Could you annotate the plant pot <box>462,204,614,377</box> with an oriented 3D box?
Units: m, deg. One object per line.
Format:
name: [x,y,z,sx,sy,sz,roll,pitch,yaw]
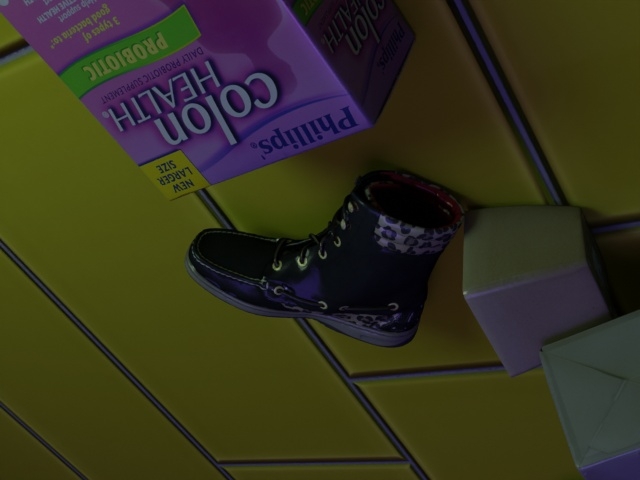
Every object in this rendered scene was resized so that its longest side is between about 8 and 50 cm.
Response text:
plant pot: [0.185,0.032,0.742,0.096,0.109,0.109,-18,125,23]

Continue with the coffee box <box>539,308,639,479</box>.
coffee box: [0.322,0.180,0.747,0.168,0.119,0.297,-24,132,17]

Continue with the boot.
boot: [0.001,-0.001,0.809,0.236,0.085,0.178,18,138,-2]

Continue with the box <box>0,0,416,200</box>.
box: [-0.092,-0.174,0.640,0.214,0.117,0.243,-15,126,37]
